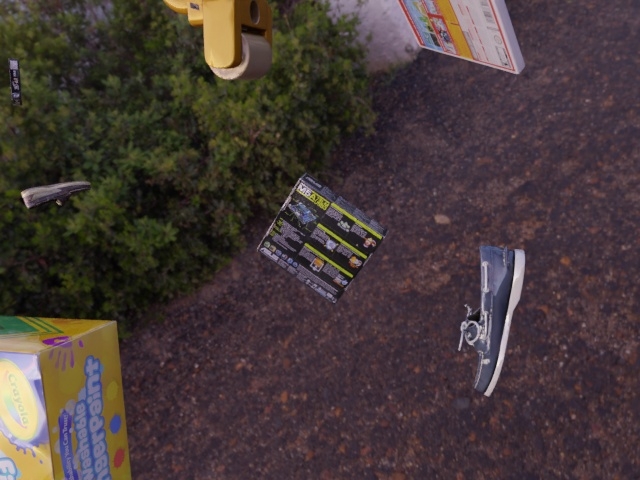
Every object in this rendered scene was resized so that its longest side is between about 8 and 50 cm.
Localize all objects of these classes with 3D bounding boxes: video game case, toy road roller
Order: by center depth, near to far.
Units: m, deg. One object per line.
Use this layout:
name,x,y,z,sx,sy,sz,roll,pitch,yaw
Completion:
video game case,0.268,-0.446,1.126,0.025,0.204,0.285,-49,46,-4
toy road roller,-0.255,-0.557,1.345,0.240,0.330,0.202,4,16,20

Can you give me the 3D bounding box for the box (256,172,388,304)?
box,0.000,0.000,1.052,0.190,0.184,0.045,34,26,2

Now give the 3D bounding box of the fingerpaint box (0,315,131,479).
fingerpaint box,-0.488,0.346,0.851,0.370,0.446,0.163,-1,8,19

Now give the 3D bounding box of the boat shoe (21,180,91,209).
boat shoe,-0.616,-0.106,1.312,0.152,0.049,0.056,-15,2,-27

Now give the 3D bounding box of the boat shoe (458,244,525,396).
boat shoe,0.273,0.132,0.911,0.079,0.255,0.095,10,20,13

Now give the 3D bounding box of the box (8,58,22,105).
box,-0.634,-0.328,1.160,0.018,0.084,0.067,-4,5,-27
